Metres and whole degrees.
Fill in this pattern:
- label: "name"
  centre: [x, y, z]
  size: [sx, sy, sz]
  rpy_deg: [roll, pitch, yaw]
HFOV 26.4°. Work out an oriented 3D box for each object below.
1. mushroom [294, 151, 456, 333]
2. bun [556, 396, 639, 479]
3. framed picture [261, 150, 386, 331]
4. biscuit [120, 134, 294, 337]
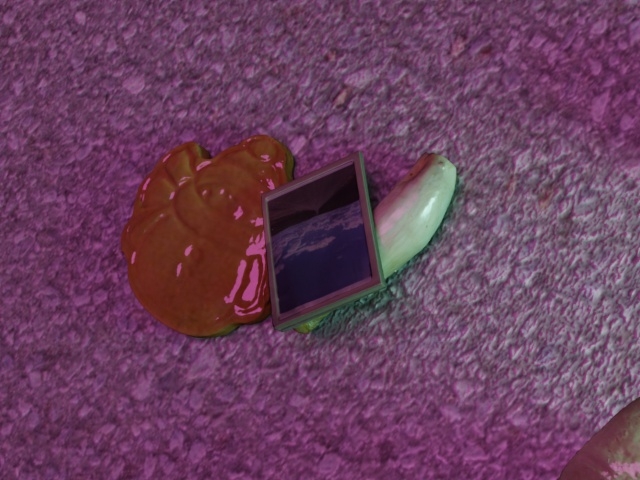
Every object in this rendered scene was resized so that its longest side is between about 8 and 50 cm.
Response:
- label: "mushroom"
  centre: [0.075, 0.004, 2.096]
  size: [0.351, 0.095, 0.123]
  rpy_deg: [-42, 44, 6]
- label: "bun"
  centre: [0.442, 0.326, 1.729]
  size: [0.205, 0.281, 0.281]
  rpy_deg: [41, 93, 28]
- label: "framed picture"
  centre: [0.000, 0.000, 2.078]
  size: [0.189, 0.023, 0.260]
  rpy_deg: [-23, 51, 21]
- label: "biscuit"
  centre: [-0.183, -0.017, 2.241]
  size: [0.312, 0.057, 0.351]
  rpy_deg: [15, 81, 27]
